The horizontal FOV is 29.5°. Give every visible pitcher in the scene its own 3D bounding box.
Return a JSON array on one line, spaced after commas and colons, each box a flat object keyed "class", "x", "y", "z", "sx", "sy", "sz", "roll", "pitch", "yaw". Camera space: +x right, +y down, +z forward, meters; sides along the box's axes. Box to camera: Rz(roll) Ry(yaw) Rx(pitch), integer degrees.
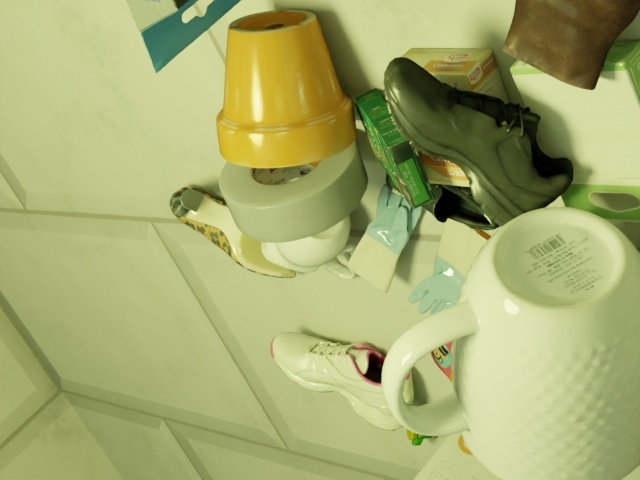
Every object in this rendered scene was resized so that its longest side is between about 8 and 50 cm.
[{"class": "pitcher", "x": 0.000, "y": 0.000, "z": 2.037, "sx": 0.178, "sy": 0.125, "sz": 0.207, "roll": 24, "pitch": 160, "yaw": -5}]

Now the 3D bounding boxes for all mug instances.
[{"class": "mug", "x": 0.258, "y": 0.141, "z": 1.551, "sx": 0.328, "sy": 0.374, "sz": 0.276, "roll": 79, "pitch": 172, "yaw": -48}]

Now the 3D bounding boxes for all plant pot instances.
[{"class": "plant pot", "x": -0.059, "y": -0.229, "z": 1.763, "sx": 0.205, "sy": 0.205, "sz": 0.187, "roll": 15, "pitch": 123, "yaw": 40}]

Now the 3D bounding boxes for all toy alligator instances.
[{"class": "toy alligator", "x": 0.201, "y": 0.326, "z": 2.237, "sx": 0.189, "sy": 0.056, "sz": 0.051, "roll": 118, "pitch": 144, "yaw": -58}]

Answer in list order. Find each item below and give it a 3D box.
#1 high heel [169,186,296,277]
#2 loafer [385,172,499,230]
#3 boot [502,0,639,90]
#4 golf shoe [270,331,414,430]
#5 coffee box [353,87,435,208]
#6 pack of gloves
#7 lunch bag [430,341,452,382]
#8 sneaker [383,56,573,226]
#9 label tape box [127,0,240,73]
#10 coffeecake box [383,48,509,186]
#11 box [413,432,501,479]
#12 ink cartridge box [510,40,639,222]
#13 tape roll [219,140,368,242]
[{"class": "high heel", "x": -0.162, "y": -0.014, "z": 2.258, "sx": 0.261, "sy": 0.093, "sz": 0.186, "roll": 37, "pitch": 173, "yaw": -11}, {"class": "loafer", "x": 0.180, "y": -0.067, "z": 1.767, "sx": 0.223, "sy": 0.078, "sz": 0.076, "roll": 18, "pitch": 139, "yaw": 37}, {"class": "boot", "x": 0.241, "y": -0.300, "z": 1.369, "sx": 0.248, "sy": 0.090, "sz": 0.206, "roll": 29, "pitch": 127, "yaw": 10}, {"class": "golf shoe", "x": 0.046, "y": 0.229, "z": 2.262, "sx": 0.306, "sy": 0.115, "sz": 0.140, "roll": 25, "pitch": 134, "yaw": 18}, {"class": "coffee box", "x": 0.103, "y": -0.132, "z": 1.727, "sx": 0.184, "sy": 0.040, "sz": 0.113, "roll": -117, "pitch": 2, "yaw": -57}, {"class": "pack of gloves", "x": 0.161, "y": 0.013, "z": 1.935, "sx": 0.195, "sy": 0.046, "sz": 0.232, "roll": 36, "pitch": 137, "yaw": 13}, {"class": "lunch bag", "x": 0.336, "y": 0.196, "z": 1.869, "sx": 0.293, "sy": 0.120, "sz": 0.258, "roll": 44, "pitch": 144, "yaw": 2}, {"class": "sneaker", "x": 0.202, "y": -0.142, "z": 1.532, "sx": 0.286, "sy": 0.109, "sz": 0.130, "roll": 38, "pitch": 132, "yaw": -18}, {"class": "label tape box", "x": -0.166, "y": -0.417, "z": 1.605, "sx": 0.106, "sy": 0.240, "sz": 0.333, "roll": 15, "pitch": 139, "yaw": 37}, {"class": "coffeecake box", "x": 0.186, "y": -0.166, "z": 1.654, "sx": 0.142, "sy": 0.068, "sz": 0.185, "roll": 9, "pitch": 134, "yaw": 44}, {"class": "box", "x": 0.246, "y": 0.507, "z": 2.106, "sx": 0.215, "sy": 0.345, "sz": 0.168, "roll": 30, "pitch": 146, "yaw": 24}, {"class": "ink cartridge box", "x": 0.352, "y": -0.132, "z": 1.514, "sx": 0.171, "sy": 0.056, "sz": 0.235, "roll": 5, "pitch": 133, "yaw": 47}, {"class": "tape roll", "x": -0.041, "y": -0.092, "z": 1.860, "sx": 0.219, "sy": 0.219, "sz": 0.072, "roll": 16, "pitch": 139, "yaw": 39}]
